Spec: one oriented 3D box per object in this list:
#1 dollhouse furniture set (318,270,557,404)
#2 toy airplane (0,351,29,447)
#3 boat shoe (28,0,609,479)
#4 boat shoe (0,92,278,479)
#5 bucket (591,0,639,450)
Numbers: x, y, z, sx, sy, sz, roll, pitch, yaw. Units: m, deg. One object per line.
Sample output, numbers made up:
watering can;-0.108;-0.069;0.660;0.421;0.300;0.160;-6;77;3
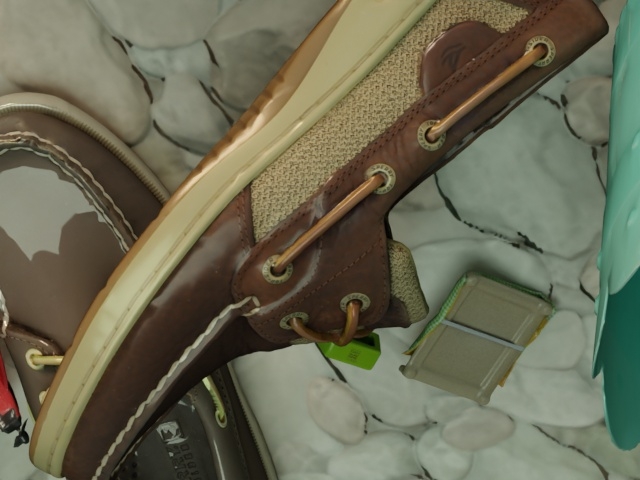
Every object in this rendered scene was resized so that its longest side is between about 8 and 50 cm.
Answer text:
dollhouse furniture set;0.043;0.029;0.903;0.152;0.058;0.076;20;115;-24
toy airplane;-0.207;0.053;0.925;0.028;0.151;0.151;-34;115;-19
boat shoe;0.000;0.000;0.784;0.123;0.123;0.342;40;93;2
boat shoe;-0.107;0.075;0.907;0.117;0.096;0.324;-18;115;9
bucket;0.246;-0.017;0.702;0.281;0.183;0.281;4;144;3
